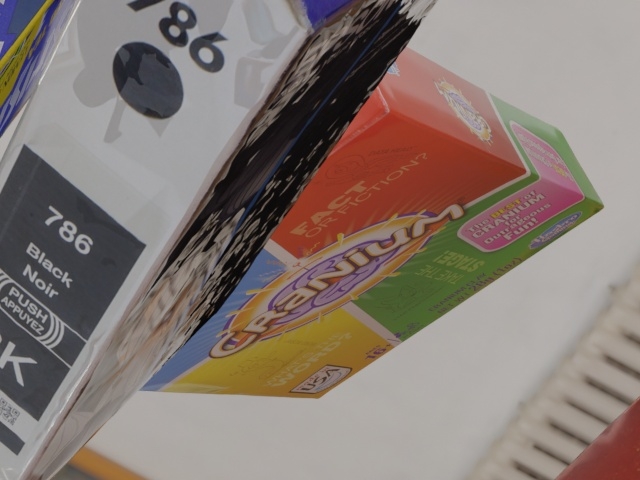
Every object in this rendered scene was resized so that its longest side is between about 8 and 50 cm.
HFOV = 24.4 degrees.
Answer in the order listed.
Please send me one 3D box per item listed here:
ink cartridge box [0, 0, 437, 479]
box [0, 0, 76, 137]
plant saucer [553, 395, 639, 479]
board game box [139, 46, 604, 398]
[{"bbox_3d":[-0.030,-0.047,0.466,0.165,0.065,0.332,-45,-7,-47],"label":"ink cartridge box"},{"bbox_3d":[-0.130,-0.054,0.487,0.059,0.054,0.169,-61,4,49],"label":"box"},{"bbox_3d":[0.251,0.108,0.557,0.258,0.259,0.048,-43,17,-3],"label":"plant saucer"},{"bbox_3d":[0.000,0.000,0.835,0.242,0.064,0.316,-36,-22,20],"label":"board game box"}]
